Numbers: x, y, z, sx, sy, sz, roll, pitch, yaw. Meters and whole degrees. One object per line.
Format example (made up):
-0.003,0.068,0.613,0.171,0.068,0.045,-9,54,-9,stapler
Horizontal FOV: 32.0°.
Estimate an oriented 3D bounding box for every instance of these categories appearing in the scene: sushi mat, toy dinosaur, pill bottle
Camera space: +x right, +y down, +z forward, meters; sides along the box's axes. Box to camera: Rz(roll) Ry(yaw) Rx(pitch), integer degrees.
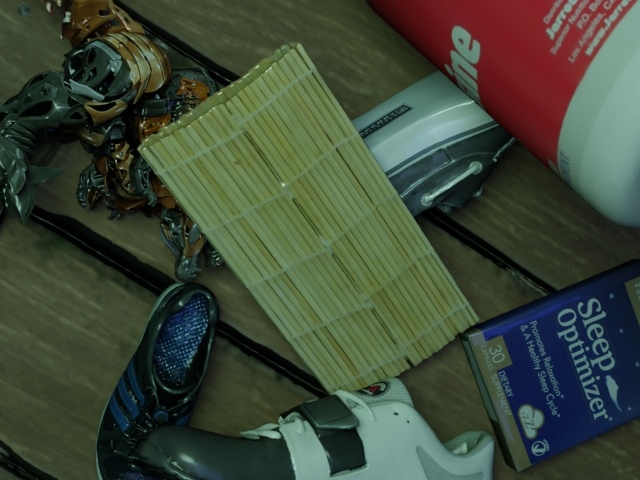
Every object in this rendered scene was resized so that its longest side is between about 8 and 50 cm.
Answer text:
0.000,0.000,0.916,0.151,0.019,0.316,-32,121,6,sushi mat
-0.191,-0.106,0.916,0.218,0.164,0.322,-31,78,-23,toy dinosaur
0.162,-0.216,0.836,0.229,0.229,0.408,-36,58,-8,pill bottle

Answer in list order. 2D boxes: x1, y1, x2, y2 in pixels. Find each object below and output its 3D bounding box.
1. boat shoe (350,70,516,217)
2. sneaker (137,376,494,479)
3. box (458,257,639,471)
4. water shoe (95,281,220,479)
0.101,-0.074,0.971,0.301,0.108,0.102,-30,117,-9,boat shoe
0.007,0.177,0.948,0.330,0.122,0.146,19,80,-26,sneaker
0.255,0.107,1.038,0.225,0.036,0.136,-22,95,-11,box
-0.140,0.131,0.938,0.073,0.080,0.203,17,88,-11,water shoe
